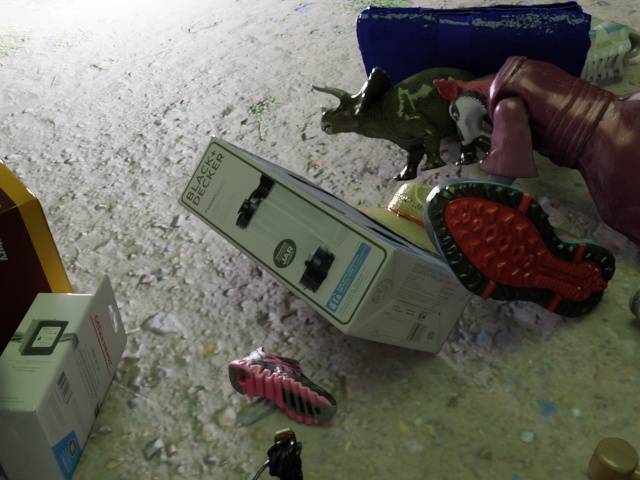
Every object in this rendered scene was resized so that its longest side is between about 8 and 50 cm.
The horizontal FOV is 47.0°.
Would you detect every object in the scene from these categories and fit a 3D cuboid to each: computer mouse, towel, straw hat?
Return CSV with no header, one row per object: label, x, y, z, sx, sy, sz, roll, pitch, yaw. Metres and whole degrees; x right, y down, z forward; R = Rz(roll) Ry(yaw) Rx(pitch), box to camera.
computer mouse,-0.071,0.233,0.561,0.042,0.106,0.193,35,62,14
towel,0.213,-0.258,1.052,0.309,0.227,0.076,5,71,11
straw hat,0.110,-0.034,0.836,0.145,0.061,0.144,29,6,-3

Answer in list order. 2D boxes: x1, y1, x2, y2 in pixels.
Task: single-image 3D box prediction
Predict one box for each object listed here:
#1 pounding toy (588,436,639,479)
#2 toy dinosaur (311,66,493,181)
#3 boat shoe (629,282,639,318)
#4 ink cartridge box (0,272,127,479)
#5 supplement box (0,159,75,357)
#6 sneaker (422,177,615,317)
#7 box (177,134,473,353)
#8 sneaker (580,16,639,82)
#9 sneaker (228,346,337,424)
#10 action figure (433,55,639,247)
pounding toy,0.257,0.214,0.528,0.181,0.094,0.206,-11,38,-8
toy dinosaur,0.160,-0.172,0.986,0.314,0.160,0.121,-12,-3,-8
boat shoe,0.427,0.043,0.754,0.219,0.077,0.070,-25,40,-12
ink cartridge box,-0.247,0.123,0.699,0.060,0.104,0.180,1,37,6
supplement box,-0.370,0.047,0.742,0.194,0.191,0.129,-29,44,-27
sneaker,0.179,0.006,0.746,0.262,0.104,0.125,25,5,-38
box,0.000,0.000,0.775,0.290,0.087,0.169,34,9,41
sneaker,0.440,-0.296,1.182,0.092,0.087,0.229,26,49,31
sneaker,-0.030,0.135,0.714,0.119,0.047,0.057,20,33,27
action figure,0.300,-0.126,0.841,0.370,0.275,0.248,26,54,15
